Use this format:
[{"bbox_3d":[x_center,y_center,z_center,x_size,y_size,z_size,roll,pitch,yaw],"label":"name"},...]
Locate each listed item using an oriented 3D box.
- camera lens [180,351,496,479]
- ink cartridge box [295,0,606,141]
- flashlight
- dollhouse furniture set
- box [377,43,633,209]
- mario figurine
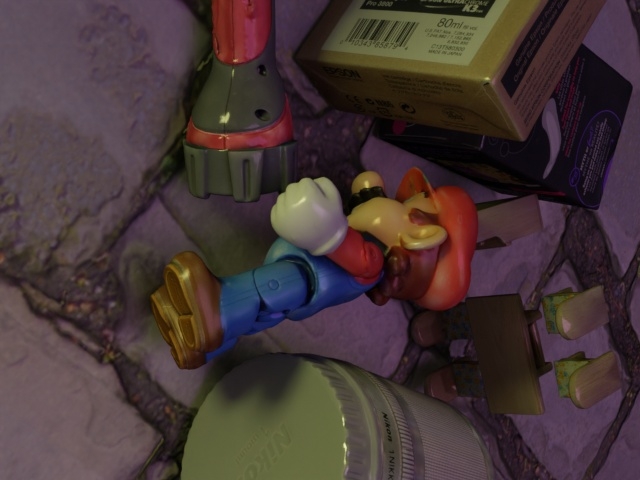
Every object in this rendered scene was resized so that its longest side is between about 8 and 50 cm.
[{"bbox_3d":[0.028,0.239,0.888,0.274,0.219,0.219,29,81,-46],"label":"camera lens"},{"bbox_3d":[0.121,-0.205,0.834,0.088,0.234,0.193,46,69,-43],"label":"ink cartridge box"},{"bbox_3d":[-0.070,-0.188,0.745,0.103,0.103,0.304,-13,112,-34],"label":"flashlight"},{"bbox_3d":[0.183,0.084,1.007,0.161,0.212,0.242,-16,94,-42],"label":"dollhouse furniture set"},{"bbox_3d":[0.214,-0.149,1.010,0.270,0.143,0.165,18,88,-47],"label":"box"},{"bbox_3d":[0.000,0.000,0.827,0.320,0.198,0.170,-17,111,-26],"label":"mario figurine"}]
